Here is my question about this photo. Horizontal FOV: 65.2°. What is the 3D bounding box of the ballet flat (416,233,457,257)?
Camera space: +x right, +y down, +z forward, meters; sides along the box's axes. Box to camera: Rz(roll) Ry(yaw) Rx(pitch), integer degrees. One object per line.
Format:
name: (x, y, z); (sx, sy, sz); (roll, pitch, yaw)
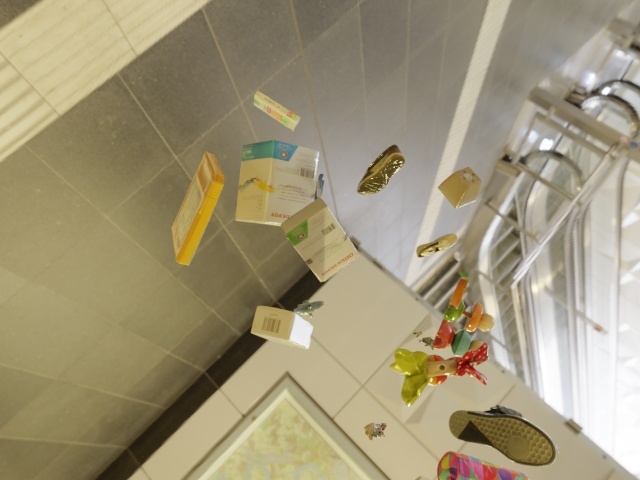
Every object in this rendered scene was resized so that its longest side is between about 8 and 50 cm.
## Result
ballet flat: (0.431, 0.026, 1.848); (0.168, 0.057, 0.052); (-25, -154, 33)

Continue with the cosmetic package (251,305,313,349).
cosmetic package: (-0.106, 0.258, 1.467); (0.231, 0.117, 0.085); (55, 47, -70)

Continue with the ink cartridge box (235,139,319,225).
ink cartridge box: (-0.150, -0.186, 1.722); (0.198, 0.197, 0.269); (7, 89, -40)

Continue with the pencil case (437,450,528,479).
pencil case: (0.412, 0.603, 1.250); (0.104, 0.236, 0.104); (-159, -90, -79)

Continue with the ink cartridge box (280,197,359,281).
ink cartridge box: (0.000, 0.000, 1.609); (0.160, 0.092, 0.219); (-35, 120, 0)

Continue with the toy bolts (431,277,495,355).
toy bolts: (0.469, 0.256, 1.570); (0.228, 0.159, 0.218); (-56, 161, -35)

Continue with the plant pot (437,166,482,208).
plant pot: (0.501, -0.194, 1.761); (0.109, 0.109, 0.096); (-21, 153, -28)

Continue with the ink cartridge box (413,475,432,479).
ink cartridge box: (0.310, 0.954, 1.754); (0.224, 0.056, 0.181); (-60, -174, 43)

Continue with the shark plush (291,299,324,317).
shark plush: (-0.057, 0.251, 1.914); (0.067, 0.073, 0.161); (-25, 155, 34)

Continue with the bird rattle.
bird rattle: (0.307, 0.327, 1.305); (0.254, 0.143, 0.207); (-15, 167, -6)

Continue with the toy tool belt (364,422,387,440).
toy tool belt: (0.183, 0.623, 1.622); (0.083, 0.051, 0.052); (15, 133, -34)

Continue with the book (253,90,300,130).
book: (-0.130, -0.389, 1.491); (0.035, 0.144, 0.096); (-59, -174, -3)

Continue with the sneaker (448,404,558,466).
sneaker: (0.402, 0.393, 1.016); (0.163, 0.226, 0.086); (17, 80, -34)

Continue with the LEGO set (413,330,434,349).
LEGO set: (0.296, 0.275, 1.408); (0.054, 0.083, 0.023); (1, 115, -44)

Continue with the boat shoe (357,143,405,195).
boat shoe: (0.198, -0.232, 1.660); (0.080, 0.073, 0.223); (14, 145, -26)

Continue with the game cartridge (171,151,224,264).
game cartridge: (-0.424, -0.118, 1.708); (0.053, 0.285, 0.323); (18, 108, -27)

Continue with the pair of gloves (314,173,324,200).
pair of gloves: (-0.017, -0.213, 2.277); (0.198, 0.023, 0.159); (136, -40, -72)
